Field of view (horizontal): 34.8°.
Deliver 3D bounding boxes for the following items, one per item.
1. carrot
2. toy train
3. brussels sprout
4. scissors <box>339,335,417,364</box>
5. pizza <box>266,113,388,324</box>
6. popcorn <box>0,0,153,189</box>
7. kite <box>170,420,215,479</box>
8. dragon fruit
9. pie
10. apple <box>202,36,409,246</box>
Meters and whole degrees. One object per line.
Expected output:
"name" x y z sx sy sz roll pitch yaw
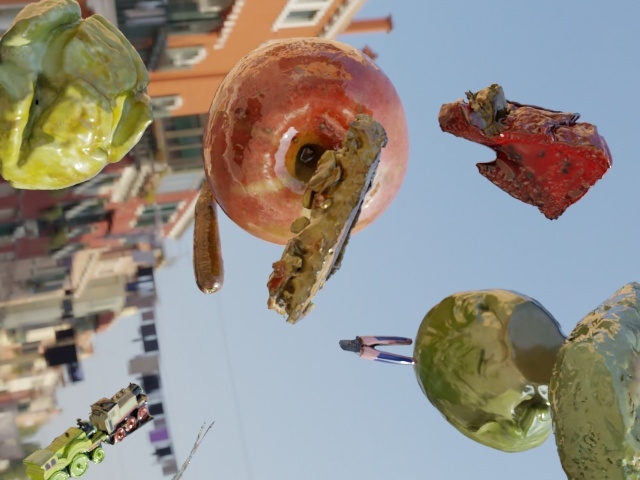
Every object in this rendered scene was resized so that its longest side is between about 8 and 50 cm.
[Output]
"carrot" -0.207 -0.015 1.874 0.059 0.059 0.247 120 -30 -60
"toy train" -0.358 0.308 1.608 0.053 0.250 0.085 6 -63 32
"brussels sprout" 0.234 0.168 1.336 0.244 0.244 0.244 171 -90 -70
"scissors" 0.071 0.134 1.274 0.012 0.113 0.039 -44 -134 46
"pizza" 0.000 0.000 1.331 0.287 0.074 0.251 -62 171 -19
"popcorn" -0.370 -0.187 1.406 0.225 0.276 0.276 43 -9 -19
"kite" -0.177 0.291 1.417 0.152 0.005 0.137 -62 175 36
"dragon fruit" 0.224 -0.114 1.143 0.122 0.192 0.092 107 5 -49
"pie" 0.382 0.230 1.074 0.418 0.180 0.395 58 26 -8
"apple" -0.027 -0.169 1.748 0.364 0.364 0.363 171 -90 -70
